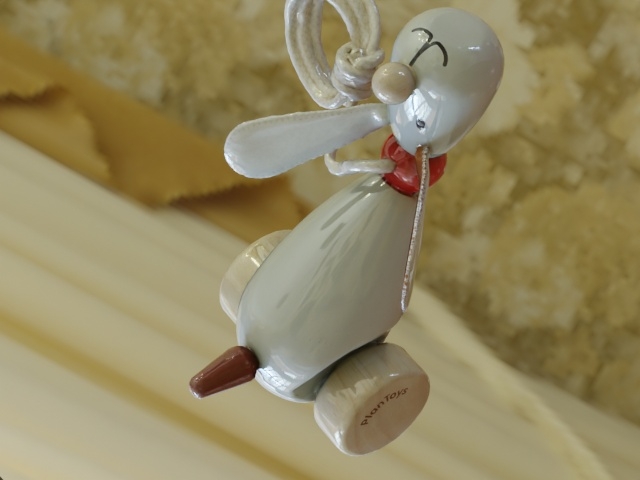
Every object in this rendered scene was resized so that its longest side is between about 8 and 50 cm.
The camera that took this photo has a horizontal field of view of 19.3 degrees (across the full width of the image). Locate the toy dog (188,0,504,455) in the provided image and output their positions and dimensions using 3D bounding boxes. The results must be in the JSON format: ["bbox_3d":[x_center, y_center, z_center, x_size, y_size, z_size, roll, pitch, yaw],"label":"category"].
[{"bbox_3d":[0.000,0.000,1.256,0.161,0.220,0.334,-19,-58,-40],"label":"toy dog"}]

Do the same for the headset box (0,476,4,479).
[{"bbox_3d":[-0.191,0.062,0.378,0.131,0.283,0.246,-43,-5,-32],"label":"headset box"}]
